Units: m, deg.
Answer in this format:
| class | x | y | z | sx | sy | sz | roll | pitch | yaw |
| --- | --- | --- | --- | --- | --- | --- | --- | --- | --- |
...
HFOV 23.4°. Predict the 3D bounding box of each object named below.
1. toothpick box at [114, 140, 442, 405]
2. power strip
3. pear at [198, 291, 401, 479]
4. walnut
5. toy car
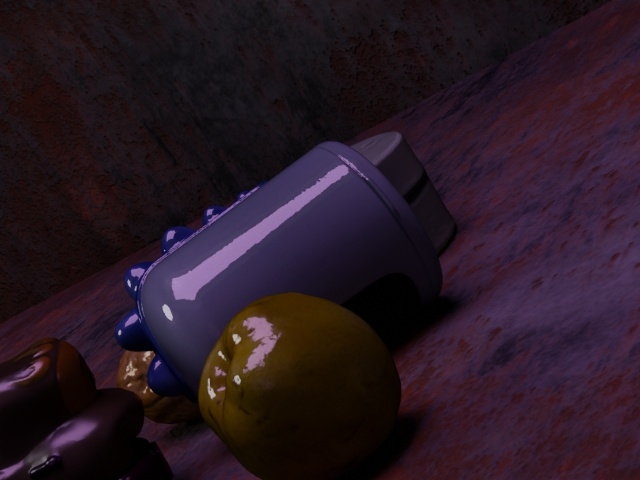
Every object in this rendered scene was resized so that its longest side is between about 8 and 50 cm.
| class | x | y | z | sx | sy | sz | roll | pitch | yaw |
| --- | --- | --- | --- | --- | --- | --- | --- | --- | --- |
| toothpick box | -0.065 | 0.061 | 1.836 | 0.355 | 0.263 | 0.263 | -37 | 12 | -13 |
| power strip | 0.000 | 0.000 | 2.162 | 0.357 | 0.161 | 0.357 | -32 | 11 | 7 |
| pear | -0.018 | 0.148 | 1.522 | 0.200 | 0.200 | 0.200 | -31 | 11 | 7 |
| walnut | -0.178 | 0.163 | 1.998 | 0.180 | 0.144 | 0.144 | -45 | 0 | 42 |
| toy car | -0.350 | 0.271 | 1.759 | 0.341 | 0.240 | 0.271 | -31 | 9 | -9 |
